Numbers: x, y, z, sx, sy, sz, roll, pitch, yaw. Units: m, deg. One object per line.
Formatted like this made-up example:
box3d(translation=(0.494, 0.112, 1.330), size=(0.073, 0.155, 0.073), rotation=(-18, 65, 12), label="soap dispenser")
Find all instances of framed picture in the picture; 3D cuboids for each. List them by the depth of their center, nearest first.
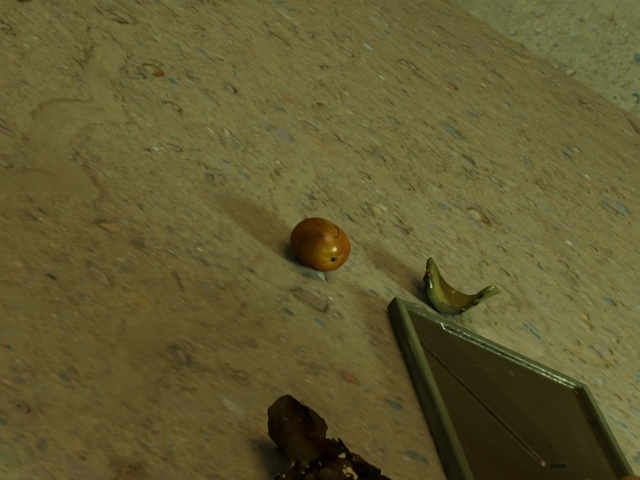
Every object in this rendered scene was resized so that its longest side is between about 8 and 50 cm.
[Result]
box3d(translation=(0.188, 0.177, 1.658), size=(0.241, 0.020, 0.324), rotation=(24, 21, -22), label="framed picture")

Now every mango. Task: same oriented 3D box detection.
box3d(translation=(0.000, 0.000, 1.754), size=(0.060, 0.046, 0.089), rotation=(27, 16, -13), label="mango")

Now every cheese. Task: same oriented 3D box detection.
box3d(translation=(0.140, 0.052, 1.851), size=(0.084, 0.041, 0.060), rotation=(16, 13, 0), label="cheese")

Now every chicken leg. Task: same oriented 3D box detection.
box3d(translation=(0.008, 0.179, 1.315), size=(0.196, 0.080, 0.125), rotation=(38, 9, 37), label="chicken leg")

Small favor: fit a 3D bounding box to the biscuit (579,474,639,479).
box3d(translation=(0.289, 0.271, 1.525), size=(0.226, 0.036, 0.166), rotation=(16, 42, -31), label="biscuit")
